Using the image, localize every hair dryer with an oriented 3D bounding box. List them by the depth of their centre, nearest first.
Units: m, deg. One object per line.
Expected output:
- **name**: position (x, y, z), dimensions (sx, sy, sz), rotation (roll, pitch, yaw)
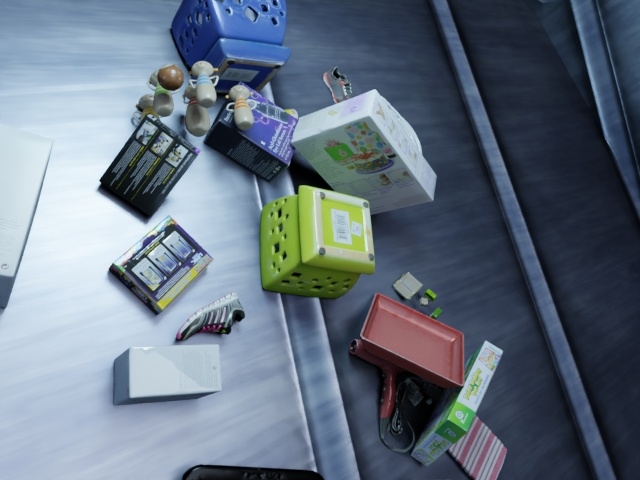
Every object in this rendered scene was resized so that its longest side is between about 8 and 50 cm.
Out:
- **hair dryer**: position (0.182, 0.352, 1.327), dimensions (0.293, 0.080, 0.223), rotation (51, 52, -3)

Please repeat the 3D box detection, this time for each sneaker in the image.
- **sneaker**: position (-0.228, 0.176, 1.142), dimensions (0.170, 0.063, 0.074), rotation (-30, 81, -44)
- **sneaker**: position (0.069, -0.464, 1.632), dimensions (0.061, 0.065, 0.158), rotation (-37, 92, -39)

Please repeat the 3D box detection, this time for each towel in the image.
- **towel**: position (0.409, 0.553, 1.423), dimensions (0.197, 0.029, 0.144), rotation (48, 51, -3)

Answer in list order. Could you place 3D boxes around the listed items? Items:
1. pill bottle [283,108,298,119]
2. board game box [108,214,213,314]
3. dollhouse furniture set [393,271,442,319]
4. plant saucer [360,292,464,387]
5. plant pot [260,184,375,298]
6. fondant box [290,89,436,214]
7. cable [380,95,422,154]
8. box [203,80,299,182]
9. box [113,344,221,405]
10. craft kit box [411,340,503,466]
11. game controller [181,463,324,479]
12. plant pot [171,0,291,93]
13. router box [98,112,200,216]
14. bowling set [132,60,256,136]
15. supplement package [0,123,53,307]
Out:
- **pill bottle**: position (-0.106, -0.338, 1.471), dimensions (0.083, 0.043, 0.043), rotation (-20, 81, -38)
- **board game box**: position (-0.336, 0.050, 1.137), dimensions (0.141, 0.048, 0.170), rotation (48, 51, -9)
- **dollhouse furniture set**: position (0.272, 0.167, 1.508), dimensions (0.152, 0.058, 0.076), rotation (43, 57, 14)
- **plant saucer**: position (0.228, 0.251, 1.321), dimensions (0.259, 0.047, 0.259), rotation (25, 22, 6)
- **plant pot**: position (0.000, 0.000, 1.285), dimensions (0.227, 0.207, 0.228), rotation (11, 65, -30)
- **fondant box**: position (0.119, -0.208, 1.373), dimensions (0.330, 0.238, 0.096), rotation (43, 50, -38)
- **cable**: position (0.192, -0.289, 1.622), dimensions (0.257, 0.089, 0.257), rotation (40, 54, -13)
- **box**: position (-0.167, -0.275, 1.361), dimensions (0.207, 0.108, 0.153), rotation (30, 56, -20)
- **box**: position (-0.294, 0.257, 1.018), dimensions (0.171, 0.130, 0.091), rotation (6, 67, -32)
- **craft kit box**: position (0.332, 0.400, 1.299), dimensions (0.061, 0.249, 0.246), rotation (30, 50, 11)
- **game controller**: position (-0.131, 0.534, 1.042), dimensions (0.319, 0.067, 0.166), rotation (16, 61, -27)
- **plant pot**: position (-0.221, -0.509, 1.358), dimensions (0.236, 0.236, 0.212), rotation (-7, 79, -36)
- **router box**: position (-0.366, -0.160, 1.142), dimensions (0.133, 0.179, 0.046), rotation (37, 11, -15)
- **bowling set**: position (-0.293, -0.340, 1.180), dimensions (0.287, 0.199, 0.154), rotation (-10, 58, -6)
- **supplement package**: position (-0.603, -0.050, 0.907), dimensions (0.199, 0.198, 0.262), rotation (16, 61, -27)
